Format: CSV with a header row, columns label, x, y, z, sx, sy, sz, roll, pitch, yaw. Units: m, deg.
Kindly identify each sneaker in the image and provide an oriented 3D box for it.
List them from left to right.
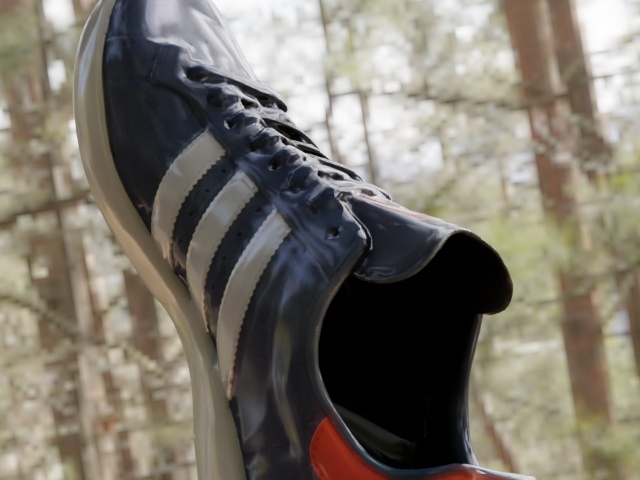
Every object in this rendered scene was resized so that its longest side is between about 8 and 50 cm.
label,x,y,z,sx,sy,sz,roll,pitch,yaw
sneaker,0.000,0.000,0.886,0.148,0.350,0.131,-38,-30,32
